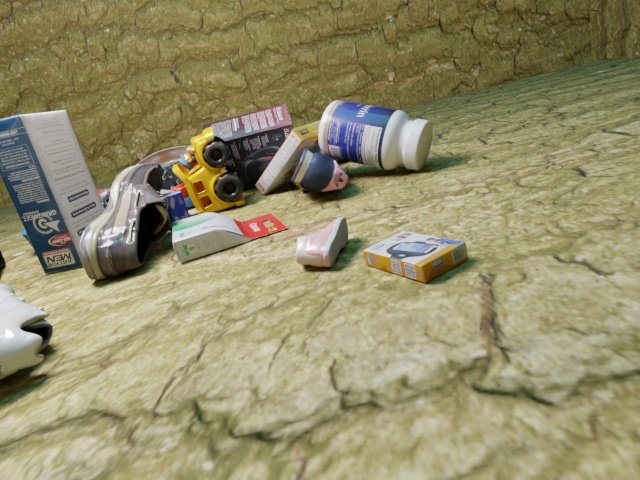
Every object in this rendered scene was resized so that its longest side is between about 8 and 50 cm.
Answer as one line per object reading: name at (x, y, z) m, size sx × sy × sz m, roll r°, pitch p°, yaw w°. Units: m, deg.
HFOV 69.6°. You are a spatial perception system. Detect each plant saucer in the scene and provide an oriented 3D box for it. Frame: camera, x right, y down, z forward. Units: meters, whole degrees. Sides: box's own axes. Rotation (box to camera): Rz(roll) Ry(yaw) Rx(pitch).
plant saucer at (-0.481, -0.191, 1.494) m, size 0.311 × 0.050 × 0.310 m, roll -4°, pitch 49°, yaw 4°

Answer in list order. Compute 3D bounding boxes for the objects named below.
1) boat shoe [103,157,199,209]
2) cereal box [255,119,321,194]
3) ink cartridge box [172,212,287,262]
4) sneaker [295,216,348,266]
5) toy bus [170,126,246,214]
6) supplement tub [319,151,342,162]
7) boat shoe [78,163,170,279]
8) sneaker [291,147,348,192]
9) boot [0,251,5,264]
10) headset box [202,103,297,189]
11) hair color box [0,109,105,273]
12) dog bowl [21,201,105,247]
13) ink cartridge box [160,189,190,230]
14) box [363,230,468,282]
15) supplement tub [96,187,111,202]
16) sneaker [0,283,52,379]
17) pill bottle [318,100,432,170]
boat shoe at (-0.495, -0.171, 1.372) m, size 0.340 × 0.113 × 0.127 m, roll -39°, pitch 54°, yaw -23°
cereal box at (-0.069, -0.238, 1.315) m, size 0.173 × 0.047 × 0.240 m, roll -34°, pitch -10°, yaw -46°
ink cartridge box at (-0.202, -0.031, 0.990) m, size 0.225 × 0.056 × 0.181 m, roll -20°, pitch 19°, yaw -12°
sneaker at (0.000, 0.000, 0.742) m, size 0.070 × 0.050 × 0.134 m, roll -2°, pitch 26°, yaw 20°
toy bus at (-0.333, -0.175, 1.267) m, size 0.212 × 0.220 × 0.149 m, roll -22°, pitch 24°, yaw -5°
supplement tub at (0.054, -0.320, 1.549) m, size 0.191 × 0.116 × 0.117 m, roll -24°, pitch 20°, yaw -27°
boat shoe at (-0.395, -0.047, 1.015) m, size 0.131 × 0.132 × 0.355 m, roll 1°, pitch 43°, yaw 0°
sneaker at (0.005, -0.166, 1.200) m, size 0.131 × 0.112 × 0.319 m, roll 22°, pitch 11°, yaw -2°
boot at (-0.966, 0.070, 1.143) m, size 0.284 × 0.138 × 0.377 m, roll -23°, pitch 26°, yaw -26°
headset box at (-0.189, -0.283, 1.437) m, size 0.294 × 0.218 × 0.110 m, roll -15°, pitch 53°, yaw -1°
hair color box at (-0.621, -0.117, 1.079) m, size 0.105 × 0.346 × 0.174 m, roll -11°, pitch 18°, yaw 7°
dog bowl at (-0.721, -0.044, 1.382) m, size 0.166 × 0.074 × 0.297 m, roll 2°, pitch 24°, yaw 40°
ink cartridge box at (-0.408, -0.083, 1.221) m, size 0.046 × 0.097 × 0.207 m, roll -26°, pitch 21°, yaw -31°
box at (0.123, 0.018, 0.639) m, size 0.081 × 0.028 × 0.136 m, roll -24°, pitch 22°, yaw -28°
supplement tub at (-0.733, -0.131, 1.595) m, size 0.106 × 0.105 × 0.198 m, roll -28°, pitch 22°, yaw -36°
sneaker at (-0.455, 0.131, 0.658) m, size 0.130 × 0.110 × 0.297 m, roll -6°, pitch 16°, yaw -28°
pill bottle at (0.142, -0.267, 1.189) m, size 0.265 × 0.153 × 0.153 m, roll 17°, pitch 30°, yaw 23°
